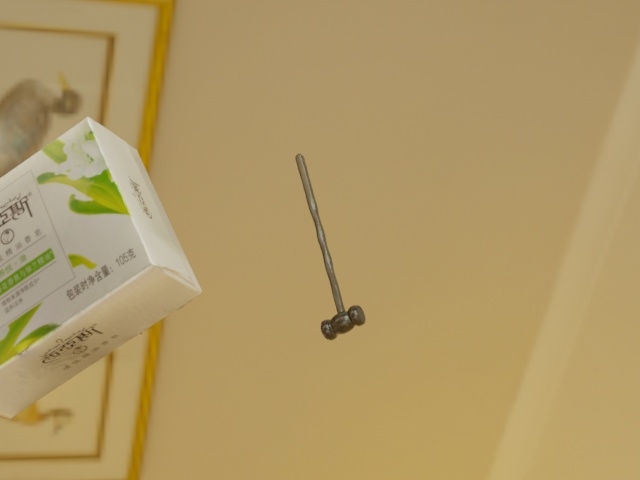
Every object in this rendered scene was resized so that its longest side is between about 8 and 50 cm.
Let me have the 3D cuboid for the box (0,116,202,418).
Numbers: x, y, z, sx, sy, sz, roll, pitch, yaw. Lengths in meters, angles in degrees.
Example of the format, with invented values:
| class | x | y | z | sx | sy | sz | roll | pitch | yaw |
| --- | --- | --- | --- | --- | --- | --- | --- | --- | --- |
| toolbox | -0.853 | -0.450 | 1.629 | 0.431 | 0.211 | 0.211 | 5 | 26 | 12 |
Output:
| class | x | y | z | sx | sy | sz | roll | pitch | yaw |
| --- | --- | --- | --- | --- | --- | --- | --- | --- | --- |
| box | -0.280 | 0.031 | 1.383 | 0.194 | 0.260 | 0.111 | 61 | 14 | 27 |

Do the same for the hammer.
| class | x | y | z | sx | sy | sz | roll | pitch | yaw |
| --- | --- | --- | --- | --- | --- | --- | --- | --- | --- |
| hammer | 0.000 | 0.000 | 1.837 | 0.029 | 0.058 | 0.292 | 38 | 30 | -53 |
